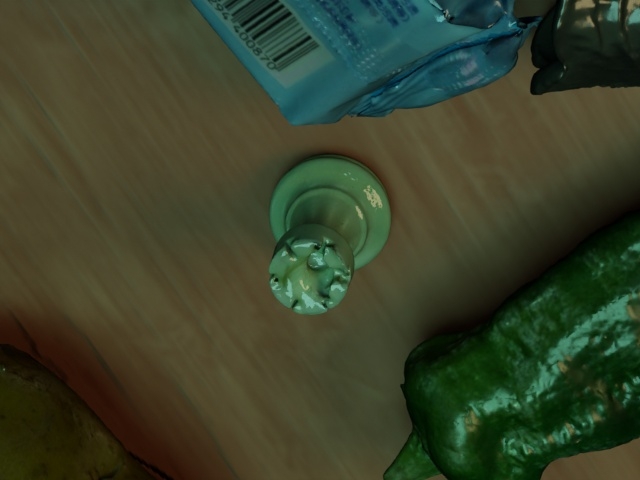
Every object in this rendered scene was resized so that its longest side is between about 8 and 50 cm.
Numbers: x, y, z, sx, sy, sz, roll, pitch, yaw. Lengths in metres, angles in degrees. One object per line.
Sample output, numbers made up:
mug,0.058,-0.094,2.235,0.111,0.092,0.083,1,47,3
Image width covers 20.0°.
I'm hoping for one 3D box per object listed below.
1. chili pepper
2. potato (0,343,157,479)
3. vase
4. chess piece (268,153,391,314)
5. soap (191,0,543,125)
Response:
chili pepper,0.146,0.061,0.951,0.270,0.099,0.136,-29,132,18
potato,-0.153,0.211,1.027,0.195,0.176,0.369,-42,106,-8
vase,0.228,-0.100,0.880,0.237,0.115,0.115,13,112,0
chess piece,0.000,0.000,0.946,0.067,0.103,0.067,3,111,8
soap,-0.028,-0.177,0.862,0.293,0.077,0.156,52,145,-12
